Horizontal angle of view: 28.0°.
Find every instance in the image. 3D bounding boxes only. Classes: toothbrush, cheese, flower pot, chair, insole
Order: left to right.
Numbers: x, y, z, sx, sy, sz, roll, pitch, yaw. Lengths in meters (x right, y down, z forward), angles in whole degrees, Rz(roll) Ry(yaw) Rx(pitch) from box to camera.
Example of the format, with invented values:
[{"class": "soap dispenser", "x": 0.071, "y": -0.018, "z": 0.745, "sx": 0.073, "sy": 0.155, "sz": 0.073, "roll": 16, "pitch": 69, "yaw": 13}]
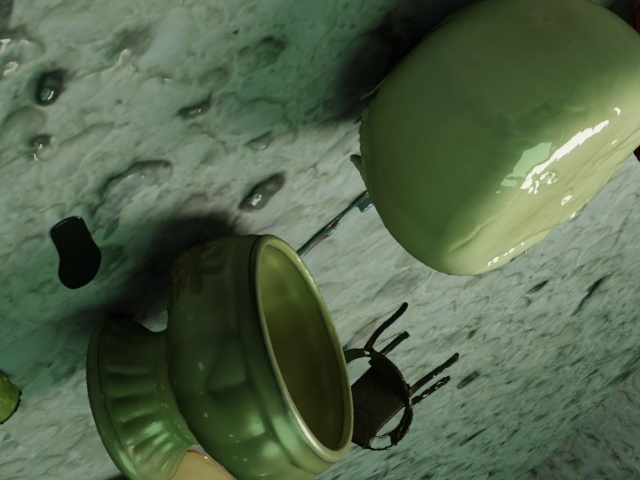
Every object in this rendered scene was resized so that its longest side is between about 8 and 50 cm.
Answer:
[{"class": "cheese", "x": -0.400, "y": 0.193, "z": 1.512, "sx": 0.084, "sy": 0.041, "sz": 0.060, "roll": -25, "pitch": 144, "yaw": 4}, {"class": "insole", "x": -0.264, "y": 0.015, "z": 1.387, "sx": 0.053, "sy": 0.002, "sz": 0.152, "roll": -28, "pitch": 157, "yaw": -13}, {"class": "flower pot", "x": -0.124, "y": 0.154, "z": 1.507, "sx": 0.244, "sy": 0.307, "sz": 0.307, "roll": -20, "pitch": 160, "yaw": 14}, {"class": "toothbrush", "x": 0.000, "y": 0.000, "z": 1.683, "sx": 0.193, "sy": 0.019, "sz": 0.013, "roll": -40, "pitch": 157, "yaw": 18}, {"class": "chair", "x": 0.107, "y": 0.231, "z": 2.101, "sx": 0.213, "sy": 0.174, "sz": 0.149, "roll": -42, "pitch": 162, "yaw": -9}]

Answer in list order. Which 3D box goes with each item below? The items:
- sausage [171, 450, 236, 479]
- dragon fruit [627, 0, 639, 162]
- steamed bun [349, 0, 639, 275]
[{"class": "sausage", "x": -0.258, "y": 0.514, "z": 2.092, "sx": 0.287, "sy": 0.233, "sz": 0.233, "roll": -47, "pitch": 154, "yaw": 26}, {"class": "dragon fruit", "x": 0.511, "y": -0.209, "z": 1.608, "sx": 0.296, "sy": 0.295, "sz": 0.301, "roll": -28, "pitch": 137, "yaw": -12}, {"class": "steamed bun", "x": 0.199, "y": -0.140, "z": 1.398, "sx": 0.334, "sy": 0.233, "sz": 0.312, "roll": -20, "pitch": 153, "yaw": -49}]
